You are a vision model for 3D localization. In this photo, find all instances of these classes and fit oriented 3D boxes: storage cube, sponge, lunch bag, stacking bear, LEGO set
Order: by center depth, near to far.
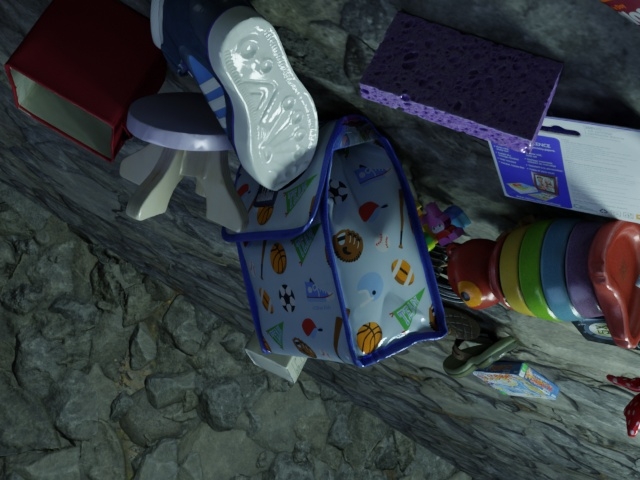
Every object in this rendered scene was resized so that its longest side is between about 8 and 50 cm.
[{"bbox_3d":[0.162,-0.185,0.875,0.210,0.117,0.031,22,158,16],"label":"sponge"},{"bbox_3d":[0.322,0.048,1.134,0.289,0.164,0.175,-3,127,41],"label":"stacking bear"},{"bbox_3d":[-0.377,-0.278,1.262,0.215,0.193,0.183,30,161,-7],"label":"storage cube"},{"bbox_3d":[0.000,0.000,1.286,0.328,0.239,0.386,-4,99,56],"label":"lunch bag"},{"bbox_3d":[0.171,-0.029,1.310,0.093,0.087,0.227,55,148,0],"label":"LEGO set"}]

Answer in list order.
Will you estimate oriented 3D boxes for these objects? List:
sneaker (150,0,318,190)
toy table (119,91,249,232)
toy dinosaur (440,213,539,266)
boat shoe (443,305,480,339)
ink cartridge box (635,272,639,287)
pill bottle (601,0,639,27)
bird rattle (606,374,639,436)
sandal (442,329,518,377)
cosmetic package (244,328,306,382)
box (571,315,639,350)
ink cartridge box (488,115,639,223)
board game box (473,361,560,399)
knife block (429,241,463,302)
[{"bbox_3d":[-0.133,-0.241,1.086,0.236,0.130,0.323,43,164,35],"label":"sneaker"},{"bbox_3d":[-0.207,-0.133,1.225,0.252,0.161,0.274,31,-154,30],"label":"toy table"},{"bbox_3d":[0.314,0.014,1.274,0.112,0.064,0.211,37,141,-7],"label":"toy dinosaur"},{"bbox_3d":[0.286,0.179,1.754,0.178,0.064,0.060,16,-168,20],"label":"boat shoe"},{"bbox_3d":[0.500,-0.008,0.743,0.270,0.197,0.198,26,161,8],"label":"ink cartridge box"},{"bbox_3d":[0.266,-0.236,0.594,0.221,0.121,0.121,30,161,-7],"label":"pill bottle"},{"bbox_3d":[0.582,0.207,1.170,0.253,0.207,0.143,-53,58,35],"label":"bird rattle"},{"bbox_3d":[0.365,0.249,1.771,0.086,0.120,0.303,54,160,7],"label":"sandal"},{"bbox_3d":[-0.045,0.153,1.739,0.113,0.309,0.160,24,160,14],"label":"cosmetic package"},{"bbox_3d":[0.483,0.105,1.245,0.147,0.078,0.180,8,153,47],"label":"box"},{"bbox_3d":[0.320,-0.108,0.969,0.206,0.045,0.208,16,159,32],"label":"ink cartridge box"},{"bbox_3d":[0.494,0.357,1.949,0.136,0.035,0.201,34,160,-18],"label":"board game box"},{"bbox_3d":[0.162,0.043,1.509,0.242,0.088,0.275,36,159,-22],"label":"knife block"}]
